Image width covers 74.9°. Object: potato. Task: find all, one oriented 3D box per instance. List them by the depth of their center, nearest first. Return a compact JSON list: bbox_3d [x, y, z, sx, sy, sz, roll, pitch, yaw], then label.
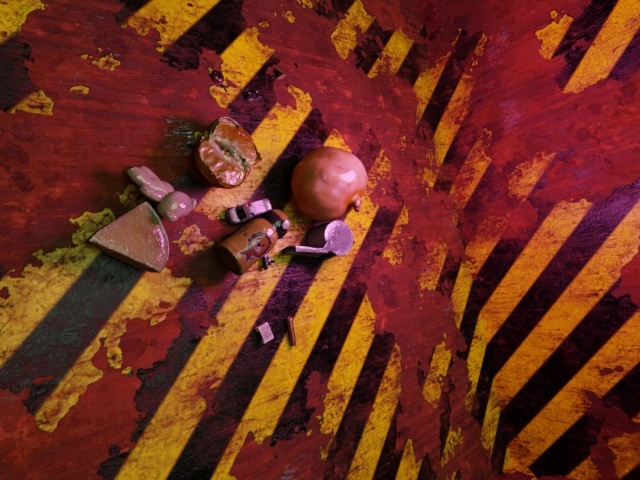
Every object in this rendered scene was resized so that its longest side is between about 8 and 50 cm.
[{"bbox_3d":[-0.711,0.026,1.606,0.269,0.112,0.255,-47,112,-38],"label":"potato"}]

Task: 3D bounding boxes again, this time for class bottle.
[{"bbox_3d":[-0.286,-0.013,1.891,0.351,0.172,0.171,-42,108,-27],"label":"bottle"}]

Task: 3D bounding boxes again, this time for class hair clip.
[{"bbox_3d":[-0.304,0.029,1.995,0.070,0.039,0.229,-41,102,-36],"label":"hair clip"}]

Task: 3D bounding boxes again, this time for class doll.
[{"bbox_3d":[-0.656,-0.188,1.690,0.278,0.149,0.175,46,44,-7],"label":"doll"}]

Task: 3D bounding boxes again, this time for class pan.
[{"bbox_3d":[-0.480,-0.772,2.021,0.115,0.024,0.068,55,52,-16],"label":"pan"}]

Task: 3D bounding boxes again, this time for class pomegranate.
[{"bbox_3d":[0.059,-0.278,2.130,0.412,0.412,0.410,10,75,-38],"label":"pomegranate"}]

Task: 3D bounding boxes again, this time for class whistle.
[{"bbox_3d":[0.001,0.032,2.158,0.405,0.168,0.188,-32,100,-35],"label":"whistle"}]

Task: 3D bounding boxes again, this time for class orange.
[{"bbox_3d":[-0.430,-0.388,1.872,0.262,0.196,0.334,43,60,-42],"label":"orange"}]

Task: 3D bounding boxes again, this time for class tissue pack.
[{"bbox_3d":[-0.260,0.428,1.936,0.062,0.042,0.083,-28,99,-41],"label":"tissue pack"}]

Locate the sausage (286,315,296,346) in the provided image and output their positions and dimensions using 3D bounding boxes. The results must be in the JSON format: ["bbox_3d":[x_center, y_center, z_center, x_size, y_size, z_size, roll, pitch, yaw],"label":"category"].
[{"bbox_3d":[-0.142,0.443,2.038,0.030,0.035,0.146,-9,87,-19],"label":"sausage"}]

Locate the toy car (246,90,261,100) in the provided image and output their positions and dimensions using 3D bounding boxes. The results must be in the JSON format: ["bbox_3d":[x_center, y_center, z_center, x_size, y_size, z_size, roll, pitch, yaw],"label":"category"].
[{"bbox_3d":[-0.341,-0.735,2.127,0.093,0.025,0.041,-31,99,-43],"label":"toy car"}]

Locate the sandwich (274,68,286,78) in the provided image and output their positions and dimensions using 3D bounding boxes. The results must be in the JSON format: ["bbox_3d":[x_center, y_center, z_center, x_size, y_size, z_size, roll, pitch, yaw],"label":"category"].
[{"bbox_3d":[-0.221,-0.891,2.253,0.031,0.043,0.083,-5,41,-45],"label":"sandwich"}]

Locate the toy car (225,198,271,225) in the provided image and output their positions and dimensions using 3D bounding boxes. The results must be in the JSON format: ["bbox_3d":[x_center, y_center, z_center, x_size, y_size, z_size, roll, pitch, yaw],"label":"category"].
[{"bbox_3d":[-0.334,-0.136,1.952,0.210,0.108,0.089,-19,93,-40],"label":"toy car"}]
